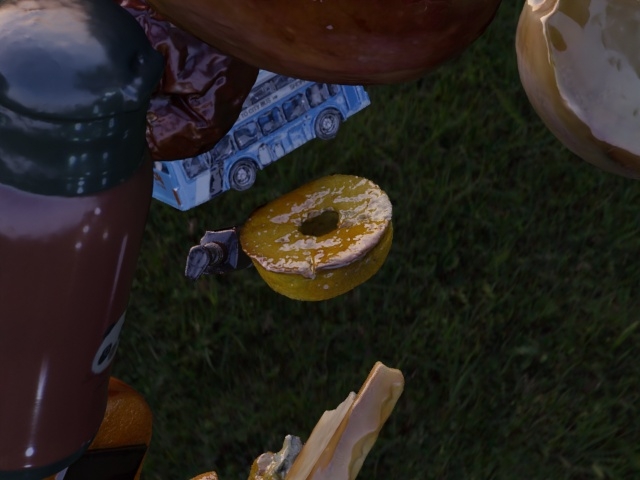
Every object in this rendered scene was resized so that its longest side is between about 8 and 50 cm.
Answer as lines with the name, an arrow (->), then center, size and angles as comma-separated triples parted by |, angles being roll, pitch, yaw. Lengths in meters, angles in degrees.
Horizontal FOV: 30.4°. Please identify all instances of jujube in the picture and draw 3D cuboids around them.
jujube -> -0.187, -0.193, 1.223 | 0.232, 0.213, 0.213 | 31, 70, -20

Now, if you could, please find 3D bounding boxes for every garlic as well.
garlic -> 0.336, -0.137, 1.036 | 0.338, 0.196, 0.151 | 10, 46, 1

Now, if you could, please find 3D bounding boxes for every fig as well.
fig -> -0.007, -0.206, 0.704 | 0.263, 0.224, 0.224 | 13, 69, 18

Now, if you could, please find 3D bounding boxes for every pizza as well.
pizza -> -0.046, 0.360, 1.390 | 0.089, 0.323, 0.223 | -6, 110, -2

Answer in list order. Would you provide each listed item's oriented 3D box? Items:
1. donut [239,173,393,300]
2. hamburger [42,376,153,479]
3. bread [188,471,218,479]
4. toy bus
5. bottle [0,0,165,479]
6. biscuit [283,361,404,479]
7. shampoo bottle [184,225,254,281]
donut -> 0.001, 0.001, 1.448 | 0.174, 0.075, 0.190 | 25, 53, 40
hamburger -> -0.347, 0.242, 1.362 | 0.225, 0.291, 0.291 | 23, 70, 23
bread -> -0.142, 0.397, 1.531 | 0.065, 0.103, 0.187 | -14, 84, -24
toy bus -> -0.088, -0.156, 1.475 | 0.297, 0.131, 0.106 | -34, 31, -23
bottle -> -0.178, 0.000, 0.731 | 0.144, 0.336, 0.144 | 13, 40, -11
biscuit -> -0.005, 0.212, 1.008 | 0.040, 0.309, 0.205 | 32, 73, 2
shampoo bottle -> -0.131, 0.015, 1.682 | 0.067, 0.236, 0.068 | 3, 94, 17
